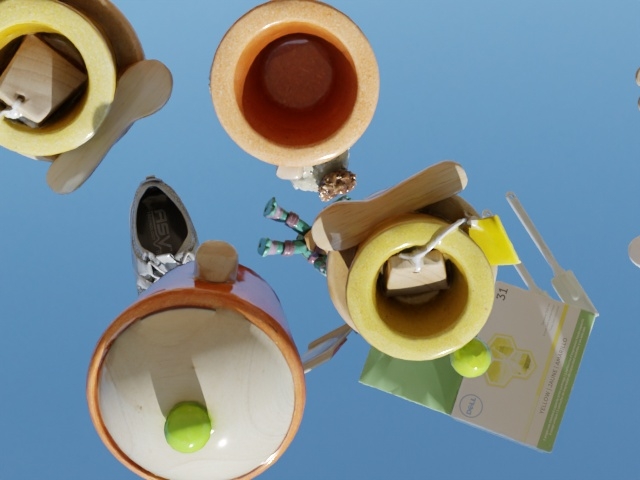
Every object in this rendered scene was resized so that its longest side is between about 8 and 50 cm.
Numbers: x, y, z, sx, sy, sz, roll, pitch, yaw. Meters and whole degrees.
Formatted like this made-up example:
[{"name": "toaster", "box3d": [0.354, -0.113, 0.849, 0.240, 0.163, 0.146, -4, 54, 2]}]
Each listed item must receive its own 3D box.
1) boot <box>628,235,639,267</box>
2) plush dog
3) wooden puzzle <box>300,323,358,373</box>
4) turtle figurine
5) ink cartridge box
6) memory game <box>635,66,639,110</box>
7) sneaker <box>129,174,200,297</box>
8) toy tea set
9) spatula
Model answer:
[{"name": "boot", "box3d": [0.573, 0.024, 1.466, 0.190, 0.086, 0.069, 2, -99, 23]}, {"name": "plush dog", "box3d": [-0.024, -0.179, 1.431, 0.210, 0.225, 0.262, -25, -137, -25]}, {"name": "wooden puzzle", "box3d": [0.000, 0.118, 1.007, 0.116, 0.014, 0.078, -30, -171, 37]}, {"name": "turtle figurine", "box3d": [0.000, 0.000, 1.855, 0.234, 0.118, 0.175, 12, -122, -20]}, {"name": "ink cartridge box", "box3d": [0.180, 0.128, 1.123, 0.235, 0.056, 0.171, 19, -98, 8]}, {"name": "memory game", "box3d": [0.551, -0.226, 1.412, 0.186, 0.186, 0.012, -16, -173, -8]}, {"name": "sneaker", "box3d": [-0.180, 0.055, 1.132, 0.105, 0.115, 0.281, -19, -109, -8]}, {"name": "toy tea set", "box3d": [-0.055, -0.041, 0.404, 0.200, 0.336, 0.124, -29, -165, 8]}, {"name": "spatula", "box3d": [0.310, 0.044, 1.490, 0.168, 0.019, 0.242, -23, -106, -24]}]
